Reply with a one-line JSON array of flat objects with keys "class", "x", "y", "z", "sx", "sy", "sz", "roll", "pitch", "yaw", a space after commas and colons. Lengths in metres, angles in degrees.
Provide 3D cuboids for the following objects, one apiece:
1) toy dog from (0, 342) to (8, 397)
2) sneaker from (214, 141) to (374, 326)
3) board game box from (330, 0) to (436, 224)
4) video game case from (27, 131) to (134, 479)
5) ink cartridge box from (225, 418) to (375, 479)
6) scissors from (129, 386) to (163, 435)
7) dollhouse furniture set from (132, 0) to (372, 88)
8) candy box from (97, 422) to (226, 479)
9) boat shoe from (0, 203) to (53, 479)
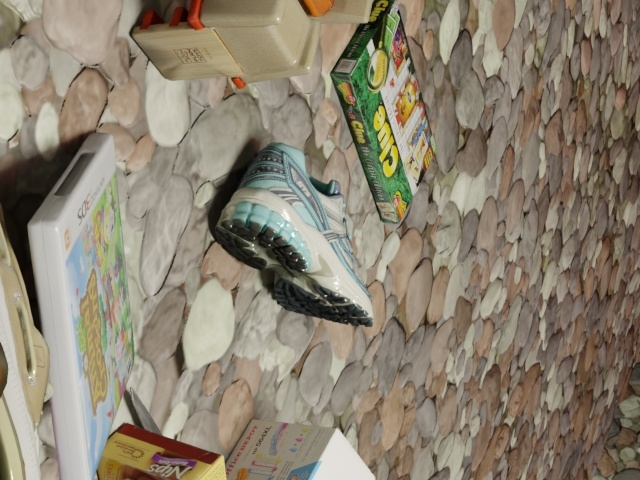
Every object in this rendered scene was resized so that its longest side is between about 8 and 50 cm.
[{"class": "toy dog", "x": -0.297, "y": 0.018, "z": 0.412, "sx": 0.408, "sy": 0.284, "sz": 0.396, "roll": -5, "pitch": 106, "yaw": -64}, {"class": "sneaker", "x": 0.000, "y": 0.000, "z": 1.146, "sx": 0.283, "sy": 0.110, "sz": 0.122, "roll": 53, "pitch": 51, "yaw": -56}, {"class": "board game box", "x": 0.083, "y": -0.152, "z": 1.326, "sx": 0.136, "sy": 0.030, "sz": 0.260, "roll": -59, "pitch": 147, "yaw": -28}, {"class": "video game case", "x": -0.175, "y": 0.048, "z": 0.829, "sx": 0.193, "sy": 0.023, "sz": 0.212, "roll": -87, "pitch": 177, "yaw": -67}, {"class": "ink cartridge box", "x": -0.035, "y": 0.255, "z": 1.159, "sx": 0.090, "sy": 0.143, "sz": 0.092, "roll": 56, "pitch": 49, "yaw": -32}, {"class": "scissors", "x": -0.136, "y": 0.236, "z": 1.083, "sx": 0.109, "sy": 0.021, "sz": 0.297, "roll": -42, "pitch": 135, "yaw": -45}, {"class": "dollhouse furniture set", "x": -0.060, "y": -0.268, "z": 0.944, "sx": 0.262, "sy": 0.135, "sz": 0.259, "roll": 53, "pitch": 43, "yaw": -56}, {"class": "candy box", "x": -0.135, "y": 0.265, "z": 0.994, "sx": 0.053, "sy": 0.109, "sz": 0.187, "roll": -41, "pitch": 136, "yaw": -49}, {"class": "boat shoe", "x": -0.218, "y": 0.091, "z": 0.690, "sx": 0.103, "sy": 0.113, "sz": 0.302, "roll": -4, "pitch": 83, "yaw": -68}]
